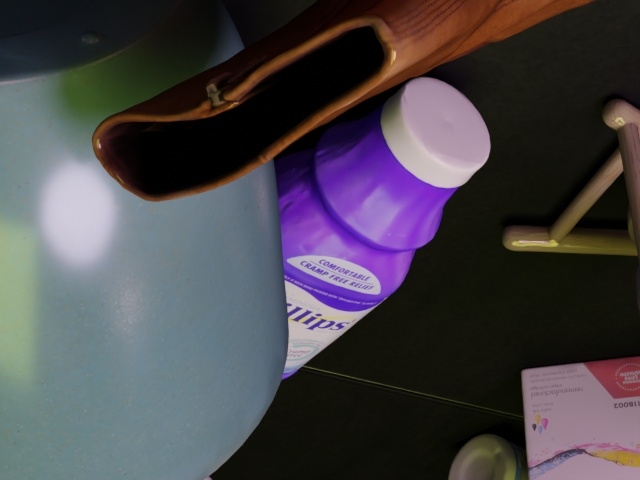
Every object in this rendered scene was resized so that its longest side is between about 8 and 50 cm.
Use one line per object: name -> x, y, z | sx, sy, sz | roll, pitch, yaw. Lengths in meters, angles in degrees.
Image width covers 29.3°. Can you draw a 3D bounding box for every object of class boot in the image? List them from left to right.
boot -> 0.072, -0.123, 0.494 | 0.264, 0.280, 0.096 | -15, 102, 34

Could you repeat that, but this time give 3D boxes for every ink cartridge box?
ink cartridge box -> 0.227, 0.197, 0.977 | 0.115, 0.198, 0.067 | -9, 143, 14

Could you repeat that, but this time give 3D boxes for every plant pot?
plant pot -> -0.156, -0.035, 0.619 | 0.293, 0.293, 0.235 | 3, 132, -2

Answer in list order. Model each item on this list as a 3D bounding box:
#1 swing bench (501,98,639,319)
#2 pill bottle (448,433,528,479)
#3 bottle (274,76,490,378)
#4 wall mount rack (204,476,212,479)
swing bench -> 0.266, 0.081, 0.769 | 0.254, 0.253, 0.165 | 13, 143, -16
pill bottle -> 0.191, 0.237, 1.138 | 0.137, 0.078, 0.078 | 29, 136, -32
bottle -> 0.000, 0.000, 0.807 | 0.118, 0.092, 0.283 | 21, 140, -25
wall mount rack -> -0.279, 0.264, 1.155 | 0.304, 0.130, 0.350 | 20, 140, -23
